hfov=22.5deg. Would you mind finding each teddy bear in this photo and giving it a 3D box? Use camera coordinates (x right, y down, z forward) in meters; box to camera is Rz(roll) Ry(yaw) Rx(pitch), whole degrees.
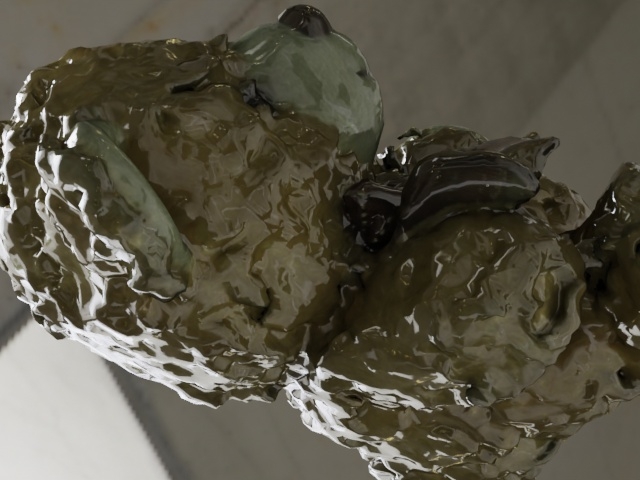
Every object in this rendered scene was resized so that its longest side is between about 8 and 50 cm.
[{"bbox_3d":[0.000,0.000,0.602,0.256,0.267,0.156,26,-90,-17],"label":"teddy bear"}]
